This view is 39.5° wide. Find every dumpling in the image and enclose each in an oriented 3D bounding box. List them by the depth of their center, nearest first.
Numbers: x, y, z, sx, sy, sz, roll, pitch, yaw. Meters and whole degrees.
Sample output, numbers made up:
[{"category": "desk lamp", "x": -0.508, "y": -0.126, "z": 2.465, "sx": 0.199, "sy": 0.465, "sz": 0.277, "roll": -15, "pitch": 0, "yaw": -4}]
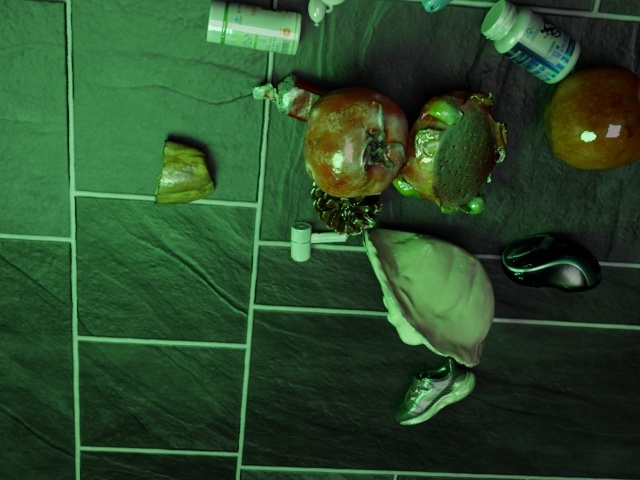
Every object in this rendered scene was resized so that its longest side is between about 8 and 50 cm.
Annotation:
[{"category": "dumpling", "x": 0.245, "y": 0.126, "z": 1.972, "sx": 0.233, "sy": 0.315, "sz": 0.395, "roll": -39, "pitch": 105, "yaw": 22}]

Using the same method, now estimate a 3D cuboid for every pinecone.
[{"category": "pinecone", "x": 0.062, "y": -0.083, "z": 1.939, "sx": 0.163, "sy": 0.165, "sz": 0.163, "roll": -4, "pitch": 122, "yaw": -7}]

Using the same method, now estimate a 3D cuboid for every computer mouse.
[{"category": "computer mouse", "x": 0.536, "y": 0.048, "z": 2.051, "sx": 0.233, "sy": 0.137, "sz": 0.096, "roll": 3, "pitch": 119, "yaw": -4}]

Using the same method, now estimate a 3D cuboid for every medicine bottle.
[{"category": "medicine bottle", "x": -0.134, "y": -0.430, "z": 1.801, "sx": 0.183, "sy": 0.086, "sz": 0.086, "roll": 7, "pitch": 115, "yaw": -8}, {"category": "medicine bottle", "x": 0.431, "y": -0.413, "z": 1.838, "sx": 0.191, "sy": 0.107, "sz": 0.107, "roll": 28, "pitch": 111, "yaw": -17}]

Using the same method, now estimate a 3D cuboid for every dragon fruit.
[{"category": "dragon fruit", "x": 0.281, "y": -0.187, "z": 1.894, "sx": 0.268, "sy": 0.130, "sz": 0.295, "roll": -31, "pitch": 127, "yaw": -25}]

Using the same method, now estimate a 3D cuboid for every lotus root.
[{"category": "lotus root", "x": -0.298, "y": -0.137, "z": 1.930, "sx": 0.135, "sy": 0.095, "sz": 0.159, "roll": -3, "pitch": 122, "yaw": -7}]

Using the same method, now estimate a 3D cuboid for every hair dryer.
[{"category": "hair dryer", "x": 0.000, "y": 0.000, "z": 2.046, "sx": 0.137, "sy": 0.047, "sz": 0.082, "roll": -4, "pitch": 117, "yaw": -10}]

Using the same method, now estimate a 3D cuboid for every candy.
[{"category": "candy", "x": -0.003, "y": -0.286, "z": 1.895, "sx": 0.292, "sy": 0.059, "sz": 0.086, "roll": 17, "pitch": 117, "yaw": -11}]

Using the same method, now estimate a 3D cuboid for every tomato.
[{"category": "tomato", "x": 0.068, "y": -0.202, "z": 1.803, "sx": 0.232, "sy": 0.188, "sz": 0.232, "roll": -19, "pitch": 120, "yaw": -35}]

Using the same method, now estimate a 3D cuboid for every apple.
[{"category": "apple", "x": 0.582, "y": -0.254, "z": 1.876, "sx": 0.230, "sy": 0.230, "sz": 0.230, "roll": -2, "pitch": 116, "yaw": -3}]

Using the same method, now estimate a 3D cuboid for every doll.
[{"category": "doll", "x": -0.019, "y": -0.517, "z": 1.773, "sx": 0.160, "sy": 0.059, "sz": 0.161, "roll": 15, "pitch": 95, "yaw": -21}]

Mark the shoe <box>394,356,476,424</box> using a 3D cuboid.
[{"category": "shoe", "x": 0.270, "y": 0.366, "z": 2.217, "sx": 0.227, "sy": 0.099, "sz": 0.112, "roll": -30, "pitch": 107, "yaw": 6}]

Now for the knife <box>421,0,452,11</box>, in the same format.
[{"category": "knife", "x": 0.319, "y": -0.530, "z": 1.806, "sx": 0.244, "sy": 0.032, "sz": 0.058, "roll": -25, "pitch": 156, "yaw": 7}]
